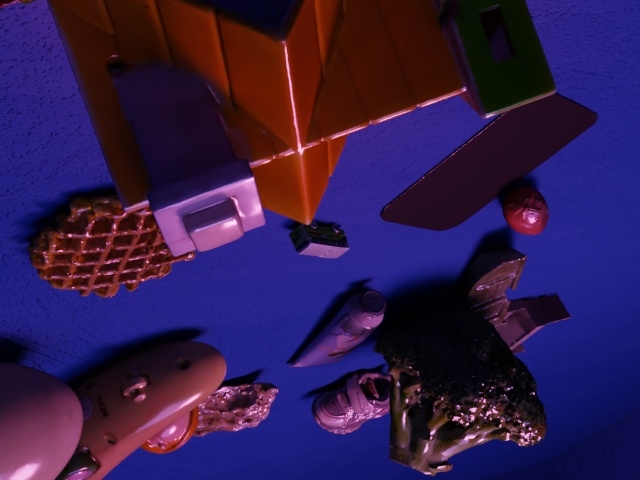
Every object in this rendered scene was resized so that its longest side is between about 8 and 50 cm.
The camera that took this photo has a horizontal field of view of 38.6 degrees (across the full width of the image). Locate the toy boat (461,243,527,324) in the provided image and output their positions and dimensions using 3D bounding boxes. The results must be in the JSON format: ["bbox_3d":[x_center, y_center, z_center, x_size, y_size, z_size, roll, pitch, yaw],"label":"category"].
[{"bbox_3d":[0.276,0.070,1.469,0.093,0.055,0.293,-19,156,-7],"label":"toy boat"}]

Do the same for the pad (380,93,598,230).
[{"bbox_3d":[0.211,-0.091,1.150,0.267,0.004,0.181,-39,151,30],"label":"pad"}]

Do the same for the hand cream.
[{"bbox_3d":[0.032,0.149,1.425,0.091,0.058,0.271,-7,156,-25],"label":"hand cream"}]

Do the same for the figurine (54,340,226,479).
[{"bbox_3d":[-0.262,0.250,1.292,0.325,0.124,0.222,-33,154,12],"label":"figurine"}]

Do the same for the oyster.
[{"bbox_3d":[-0.175,0.291,1.508,0.209,0.072,0.132,-14,151,-15],"label":"oyster"}]

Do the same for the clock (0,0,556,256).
[{"bbox_3d":[-0.047,-0.143,0.458,0.235,0.309,0.166,-20,154,-6],"label":"clock"}]

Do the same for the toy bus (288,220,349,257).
[{"bbox_3d":[0.000,0.000,1.111,0.031,0.037,0.083,-38,152,30],"label":"toy bus"}]

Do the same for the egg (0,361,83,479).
[{"bbox_3d":[-0.401,0.234,1.055,0.254,0.188,0.188,-16,155,-24],"label":"egg"}]

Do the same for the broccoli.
[{"bbox_3d":[0.212,0.247,1.473,0.308,0.308,0.275,33,77,-61],"label":"broccoli"}]

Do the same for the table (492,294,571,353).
[{"bbox_3d":[0.361,0.170,1.736,0.175,0.062,0.146,-8,151,-36],"label":"table"}]

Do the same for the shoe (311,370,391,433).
[{"bbox_3d":[0.075,0.296,1.710,0.180,0.089,0.092,-14,155,-25],"label":"shoe"}]

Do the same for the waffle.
[{"bbox_3d":[-0.204,0.003,0.941,0.191,0.038,0.191,-20,156,-9],"label":"waffle"}]

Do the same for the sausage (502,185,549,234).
[{"bbox_3d":[0.282,-0.040,1.245,0.059,0.054,0.094,-64,156,-7],"label":"sausage"}]
